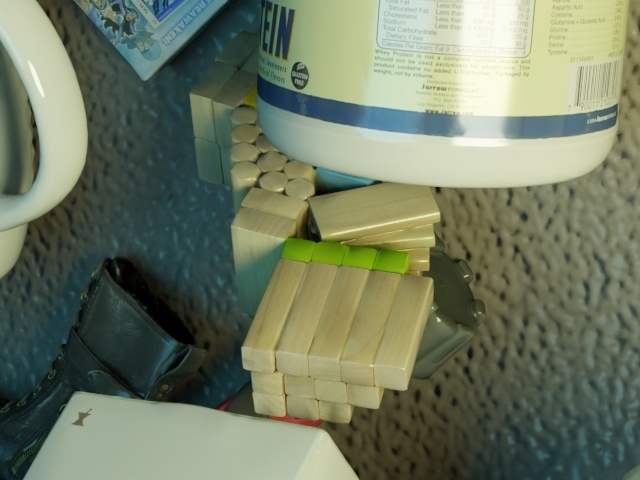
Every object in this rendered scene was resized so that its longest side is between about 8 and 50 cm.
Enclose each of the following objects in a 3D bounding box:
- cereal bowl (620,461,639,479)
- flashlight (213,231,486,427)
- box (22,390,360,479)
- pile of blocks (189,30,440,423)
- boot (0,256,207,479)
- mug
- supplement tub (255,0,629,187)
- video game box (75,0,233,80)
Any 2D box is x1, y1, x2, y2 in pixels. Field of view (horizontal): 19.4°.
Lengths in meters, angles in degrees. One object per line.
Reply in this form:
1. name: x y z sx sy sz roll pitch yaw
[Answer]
1. cereal bowl: 0.254 0.257 0.974 0.339 0.141 0.339 7 101 36
2. flashlight: -0.003 0.122 1.391 0.103 0.103 0.304 43 123 -11
3. box: -0.049 0.279 1.303 0.215 0.168 0.345 5 143 34
4. pile of blocks: 0.000 0.000 1.308 0.362 0.149 0.112 -105 9 -46
5. boot: -0.205 0.116 1.540 0.263 0.091 0.229 33 104 41
6. mug: -0.330 -0.111 1.449 0.374 0.276 0.328 -2 112 38
7. supplement tub: 0.082 -0.212 1.177 0.235 0.235 0.324 12 106 32
8. video game box: -0.124 -0.252 1.397 0.205 0.048 0.187 -39 91 33
